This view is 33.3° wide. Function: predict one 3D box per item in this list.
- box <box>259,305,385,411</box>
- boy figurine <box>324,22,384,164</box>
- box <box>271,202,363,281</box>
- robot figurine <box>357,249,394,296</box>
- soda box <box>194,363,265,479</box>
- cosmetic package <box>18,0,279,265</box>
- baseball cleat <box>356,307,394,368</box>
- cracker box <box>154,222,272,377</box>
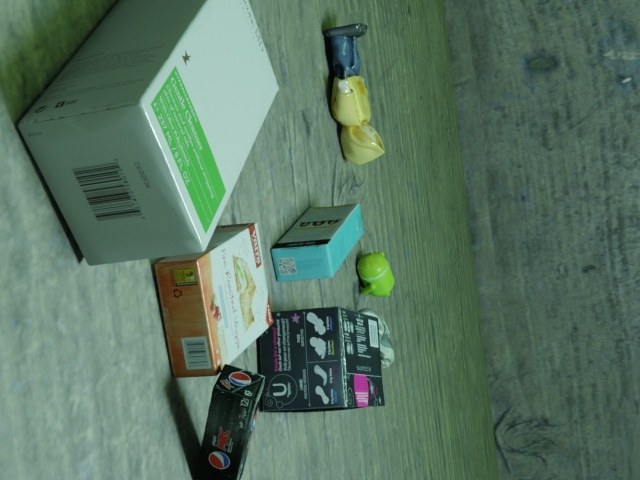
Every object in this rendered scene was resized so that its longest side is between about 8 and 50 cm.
[{"bbox_3d":[0.004,0.197,1.755,0.247,0.142,0.163,26,59,-71],"label":"box"},{"bbox_3d":[0.068,-0.299,2.207,0.177,0.092,0.285,-16,97,-75],"label":"boy figurine"},{"bbox_3d":[0.000,0.000,1.870,0.244,0.101,0.060,-51,133,-66],"label":"box"},{"bbox_3d":[0.118,0.072,2.281,0.115,0.067,0.101,66,34,-46],"label":"robot figurine"},{"bbox_3d":[-0.118,0.245,1.382,0.053,0.060,0.169,-65,171,-59],"label":"soda box"},{"bbox_3d":[-0.182,-0.159,1.249,0.365,0.155,0.197,-72,148,-50],"label":"cosmetic package"},{"bbox_3d":[0.102,0.182,2.225,0.206,0.072,0.109,71,8,-50],"label":"baseball cleat"},{"bbox_3d":[-0.139,0.075,1.457,0.232,0.067,0.155,-42,125,-70],"label":"cracker box"}]
